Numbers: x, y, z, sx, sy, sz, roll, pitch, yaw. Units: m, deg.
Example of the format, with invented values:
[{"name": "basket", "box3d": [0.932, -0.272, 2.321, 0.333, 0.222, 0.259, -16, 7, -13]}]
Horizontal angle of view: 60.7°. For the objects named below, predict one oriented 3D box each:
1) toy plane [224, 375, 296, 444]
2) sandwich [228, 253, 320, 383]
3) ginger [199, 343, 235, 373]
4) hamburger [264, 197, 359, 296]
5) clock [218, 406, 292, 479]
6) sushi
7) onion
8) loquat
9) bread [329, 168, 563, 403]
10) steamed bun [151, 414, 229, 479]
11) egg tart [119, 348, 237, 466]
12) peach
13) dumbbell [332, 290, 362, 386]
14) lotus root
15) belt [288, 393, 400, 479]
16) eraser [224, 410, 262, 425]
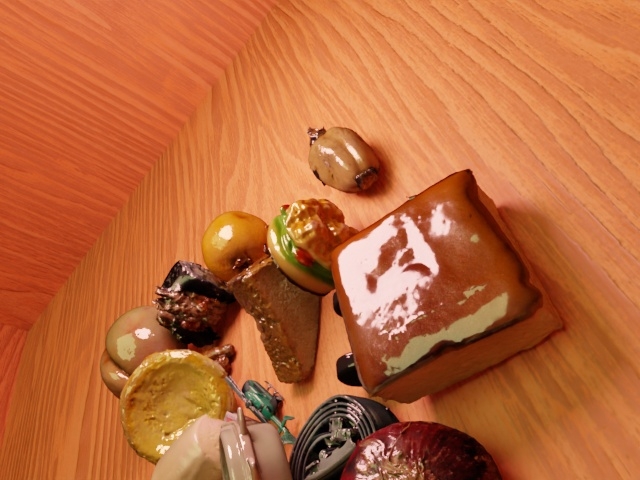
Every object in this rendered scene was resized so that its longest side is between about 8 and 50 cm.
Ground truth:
[{"name": "toy plane", "box3d": [-0.124, 0.382, 1.239, 0.235, 0.096, 0.060, 35, 98, 38]}, {"name": "sandwich", "box3d": [-0.067, 0.159, 1.304, 0.100, 0.288, 0.254, -24, 4, 33]}, {"name": "ginger", "box3d": [-0.303, 0.347, 1.510, 0.162, 0.073, 0.103, -32, 44, 34]}, {"name": "hamburger", "box3d": [0.000, 0.000, 1.245, 0.149, 0.237, 0.237, -44, 38, 25]}, {"name": "clock", "box3d": [-0.117, 0.468, 1.012, 0.265, 0.109, 0.324, -120, 28, -54]}, {"name": "sushi", "box3d": [-0.371, 0.185, 1.582, 0.218, 0.238, 0.225, -68, 16, 0]}, {"name": "onion", "box3d": [0.147, 0.383, 0.788, 0.246, 0.190, 0.246, -7, 60, 13]}, {"name": "loquat", "box3d": [-0.234, 0.018, 1.549, 0.208, 0.208, 0.208, -32, 44, 36]}, {"name": "bread", "box3d": [0.194, 0.077, 0.959, 0.324, 0.143, 0.333, -34, 44, 20]}, {"name": "steamed bun", "box3d": [-0.267, 0.506, 1.238, 0.225, 0.200, 0.170, -52, 52, 6]}, {"name": "egg tart", "box3d": [-0.358, 0.428, 1.407, 0.120, 0.315, 0.315, 72, -137, -82]}, {"name": "peach", "box3d": [-0.524, 0.349, 1.643, 0.292, 0.247, 0.292, -8, 77, 35]}, {"name": "dumbbell", "box3d": [0.077, 0.189, 1.106, 0.100, 0.100, 0.191, -34, 43, 34]}, {"name": "lotus root", "box3d": [0.056, -0.200, 1.381, 0.154, 0.140, 0.257, -43, 46, 3]}, {"name": "belt", "box3d": [0.036, 0.405, 0.986, 0.267, 0.116, 0.206, -54, 38, 18]}, {"name": "eraser", "box3d": [-0.178, 0.436, 1.302, 0.122, 0.052, 0.029, -2, 67, 51]}]
